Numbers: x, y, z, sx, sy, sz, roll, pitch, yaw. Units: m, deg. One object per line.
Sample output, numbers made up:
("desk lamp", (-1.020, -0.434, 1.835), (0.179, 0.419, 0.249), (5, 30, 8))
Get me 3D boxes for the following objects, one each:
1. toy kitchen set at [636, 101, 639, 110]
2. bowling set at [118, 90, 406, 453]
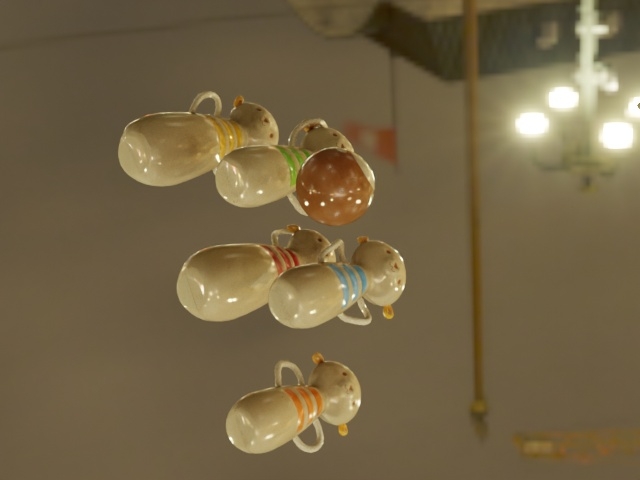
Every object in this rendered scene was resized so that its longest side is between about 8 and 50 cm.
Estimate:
("toy kitchen set", (0.140, -0.022, 0.443), (0.075, 0.068, 0.083), (-36, 161, 14))
("bowling set", (0.000, 0.000, 1.194), (0.200, 0.287, 0.154), (-24, 174, 41))
